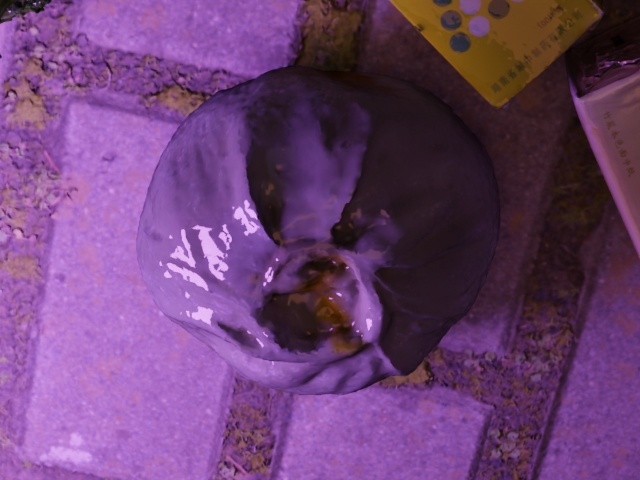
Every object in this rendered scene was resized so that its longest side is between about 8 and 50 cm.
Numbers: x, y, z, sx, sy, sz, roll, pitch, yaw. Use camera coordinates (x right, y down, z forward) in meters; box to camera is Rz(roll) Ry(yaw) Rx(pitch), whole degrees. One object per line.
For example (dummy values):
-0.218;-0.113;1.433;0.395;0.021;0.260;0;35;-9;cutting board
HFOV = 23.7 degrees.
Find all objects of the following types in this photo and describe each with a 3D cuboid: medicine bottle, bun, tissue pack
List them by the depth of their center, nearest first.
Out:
0.133;-0.266;1.404;0.250;0.141;0.137;44;113;-13;medicine bottle
0.329;-0.084;1.452;0.125;0.159;0.234;-23;109;13;tissue pack
0.000;0.000;1.486;0.361;0.211;0.362;1;114;2;bun

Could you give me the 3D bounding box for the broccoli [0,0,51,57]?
-0.370;-0.235;1.396;0.269;0.261;0.242;-19;70;10;broccoli
